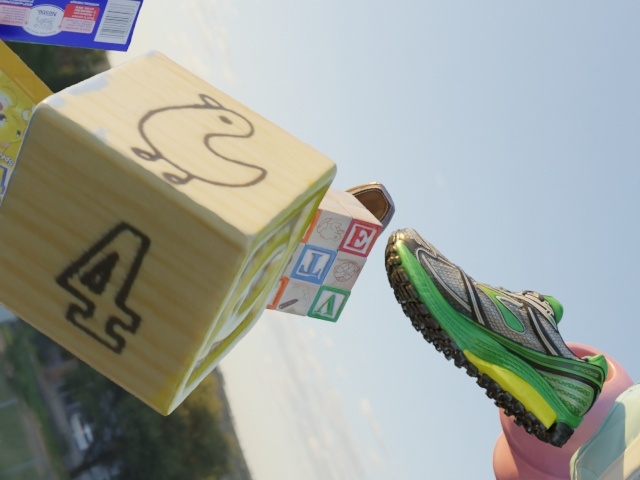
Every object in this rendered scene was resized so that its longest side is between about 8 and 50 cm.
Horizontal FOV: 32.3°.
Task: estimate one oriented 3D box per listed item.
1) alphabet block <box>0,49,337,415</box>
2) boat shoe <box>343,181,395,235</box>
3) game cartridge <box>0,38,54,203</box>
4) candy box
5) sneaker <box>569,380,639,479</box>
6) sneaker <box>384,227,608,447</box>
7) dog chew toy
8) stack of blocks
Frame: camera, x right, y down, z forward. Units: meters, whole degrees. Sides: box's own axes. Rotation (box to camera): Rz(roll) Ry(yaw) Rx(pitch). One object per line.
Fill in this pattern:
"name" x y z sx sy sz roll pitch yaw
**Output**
"alphabet block" -0.133 -0.012 0.916 0.193 0.197 0.192 -62 172 31
"boat shoe" 0.000 0.000 2.194 0.123 0.324 0.120 57 19 1
"game cartridge" -0.496 -0.135 1.565 0.285 0.052 0.324 47 45 -21
"candy box" -0.482 -0.446 1.813 0.317 0.268 0.122 50 -54 34
"sneaker" 0.443 0.206 1.389 0.135 0.366 0.150 34 19 -31
"sneaker" 0.221 0.104 1.440 0.343 0.146 0.134 43 -10 4
"dog chew toy" 0.349 0.319 1.651 0.207 0.206 0.332 -121 -144 -55
"stack of blocks" -0.100 0.007 1.190 0.171 0.297 0.087 -64 -145 17
